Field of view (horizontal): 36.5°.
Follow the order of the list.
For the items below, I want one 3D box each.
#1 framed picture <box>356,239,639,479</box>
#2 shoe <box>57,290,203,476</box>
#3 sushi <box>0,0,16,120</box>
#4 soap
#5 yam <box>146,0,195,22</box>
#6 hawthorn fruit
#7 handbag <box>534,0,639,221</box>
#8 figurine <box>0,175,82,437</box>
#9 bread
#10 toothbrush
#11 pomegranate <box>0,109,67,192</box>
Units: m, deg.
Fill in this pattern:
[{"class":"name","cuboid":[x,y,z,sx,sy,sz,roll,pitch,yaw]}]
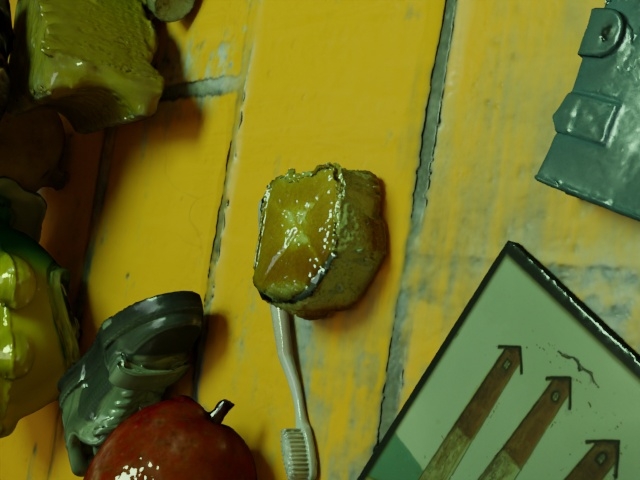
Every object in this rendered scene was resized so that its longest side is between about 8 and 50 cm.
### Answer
[{"class":"framed picture","cuboid":[0.133,0.197,0.738,0.244,0.013,0.324,50,120,45]},{"class":"shoe","cuboid":[-0.208,0.178,1.106,0.293,0.109,0.149,-41,55,42]},{"class":"sushi","cuboid":[-0.544,-0.168,1.266,0.417,0.176,0.417,-23,57,41]},{"class":"soap","cuboid":[-0.287,-0.304,1.257,0.339,0.169,0.304,5,85,62]},{"class":"yam","cuboid":[-0.248,-0.425,1.334,0.083,0.083,0.371,-52,47,30]},{"class":"hawthorn fruit","cuboid":[-0.140,0.247,0.953,0.185,0.185,0.202,16,76,52]},{"class":"handbag","cuboid":[0.242,-0.121,0.643,0.179,0.062,0.229,33,106,51]},{"class":"figurine","cuboid":[-0.452,0.093,1.332,0.340,0.231,0.323,64,142,40]},{"class":"bread","cuboid":[0.000,0.000,0.912,0.128,0.069,0.140,-16,64,48]},{"class":"toothbrush","cuboid":[-0.041,0.091,0.971,0.025,0.029,0.307,-42,49,47]},{"class":"pomegranate","cuboid":[-0.465,-0.141,1.466,0.196,0.196,0.196,-18,67,48]}]
